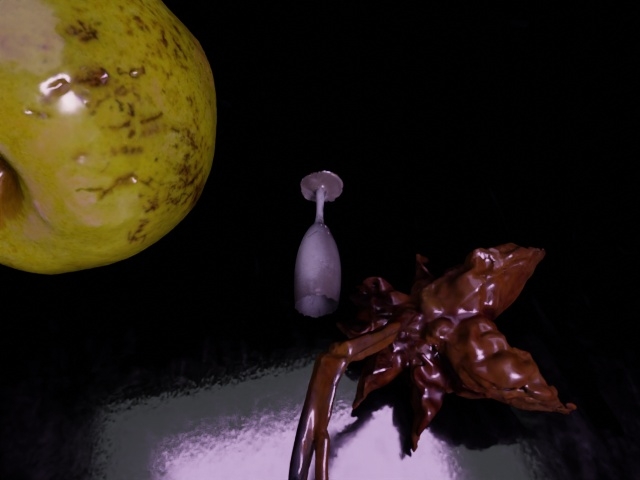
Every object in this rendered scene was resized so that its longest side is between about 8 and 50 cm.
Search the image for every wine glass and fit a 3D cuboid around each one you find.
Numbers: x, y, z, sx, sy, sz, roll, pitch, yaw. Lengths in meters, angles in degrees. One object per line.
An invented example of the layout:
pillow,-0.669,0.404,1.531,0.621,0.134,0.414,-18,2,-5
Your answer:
wine glass,0.000,0.000,0.540,0.066,0.066,0.198,1,51,1

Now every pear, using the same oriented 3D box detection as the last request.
pear,-0.302,-0.162,0.491,0.390,0.391,0.391,0,51,0

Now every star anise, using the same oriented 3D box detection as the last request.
star anise,0.098,0.113,0.396,0.346,0.148,0.237,-28,53,-32
